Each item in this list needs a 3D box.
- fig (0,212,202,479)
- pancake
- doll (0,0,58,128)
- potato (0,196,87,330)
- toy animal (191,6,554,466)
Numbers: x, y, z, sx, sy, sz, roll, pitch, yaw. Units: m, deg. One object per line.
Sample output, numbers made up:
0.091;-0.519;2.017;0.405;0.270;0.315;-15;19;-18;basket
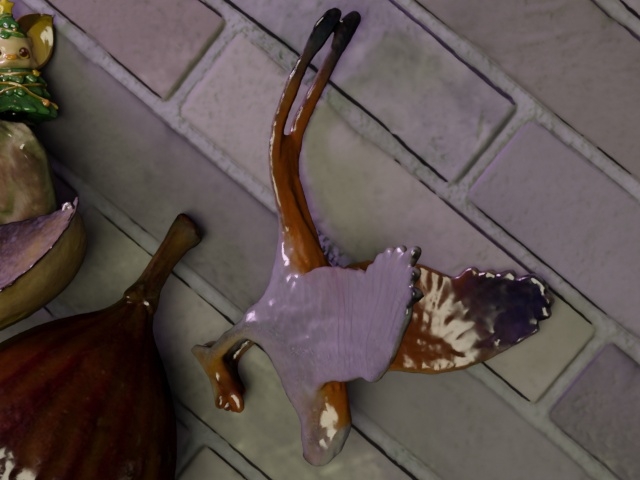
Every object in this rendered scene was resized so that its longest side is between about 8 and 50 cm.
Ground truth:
-0.196;0.114;1.395;0.217;0.217;0.321;24;82;8;fig
-0.325;-0.070;1.410;0.236;0.042;0.222;26;135;1;pancake
-0.265;-0.144;1.430;0.078;0.077;0.113;-4;67;-13;doll
-0.290;0.055;1.401;0.261;0.120;0.100;-7;137;33;potato
-0.015;0.016;1.360;0.302;0.225;0.284;-41;69;26;toy animal
